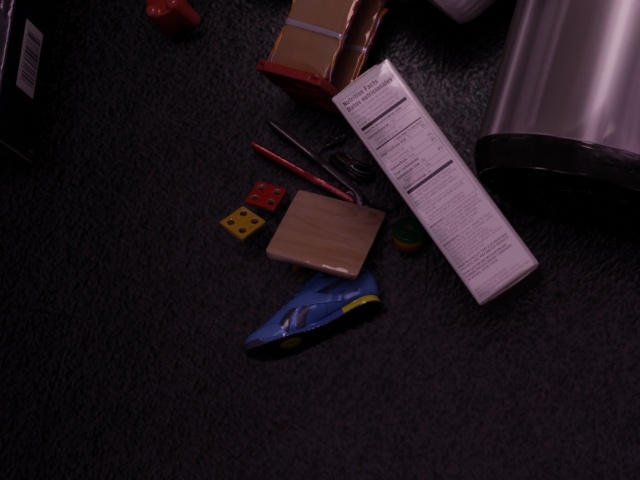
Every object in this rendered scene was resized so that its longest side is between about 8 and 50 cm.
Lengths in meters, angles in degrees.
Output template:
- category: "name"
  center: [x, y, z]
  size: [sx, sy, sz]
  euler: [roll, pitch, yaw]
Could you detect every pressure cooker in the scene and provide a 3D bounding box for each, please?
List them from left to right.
- category: "pressure cooker"
  center: [0.411, -0.232, 1.646]
  size: [0.376, 0.370, 0.420]
  euler: [15, 82, 17]

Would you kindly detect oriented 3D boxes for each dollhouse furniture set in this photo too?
- category: "dollhouse furniture set"
  center: [-0.086, -0.332, 1.860]
  size: [0.374, 0.152, 0.201]
  euler: [20, 85, 27]

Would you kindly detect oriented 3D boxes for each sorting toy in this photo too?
- category: "sorting toy"
  center: [0.000, 0.000, 1.798]
  size: [0.275, 0.046, 0.132]
  euler: [15, 47, 13]

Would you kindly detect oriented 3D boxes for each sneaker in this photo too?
- category: "sneaker"
  center: [-0.017, 0.099, 1.808]
  size: [0.209, 0.069, 0.082]
  euler: [-25, 63, 4]

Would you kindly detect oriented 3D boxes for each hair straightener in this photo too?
- category: "hair straightener"
  center: [0.016, -0.114, 1.841]
  size: [0.230, 0.047, 0.089]
  euler: [31, 87, 11]

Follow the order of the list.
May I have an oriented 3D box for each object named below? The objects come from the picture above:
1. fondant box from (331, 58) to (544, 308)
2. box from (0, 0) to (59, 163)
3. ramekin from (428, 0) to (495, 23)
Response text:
- category: "fondant box"
  center: [0.164, -0.064, 1.715]
  size: [0.096, 0.238, 0.330]
  euler: [-35, 78, 6]
- category: "box"
  center: [-0.561, -0.284, 1.875]
  size: [0.294, 0.183, 0.296]
  euler: [6, 80, 7]
- category: "ramekin"
  center: [0.150, -0.412, 1.767]
  size: [0.273, 0.273, 0.127]
  euler: [41, 99, 11]
